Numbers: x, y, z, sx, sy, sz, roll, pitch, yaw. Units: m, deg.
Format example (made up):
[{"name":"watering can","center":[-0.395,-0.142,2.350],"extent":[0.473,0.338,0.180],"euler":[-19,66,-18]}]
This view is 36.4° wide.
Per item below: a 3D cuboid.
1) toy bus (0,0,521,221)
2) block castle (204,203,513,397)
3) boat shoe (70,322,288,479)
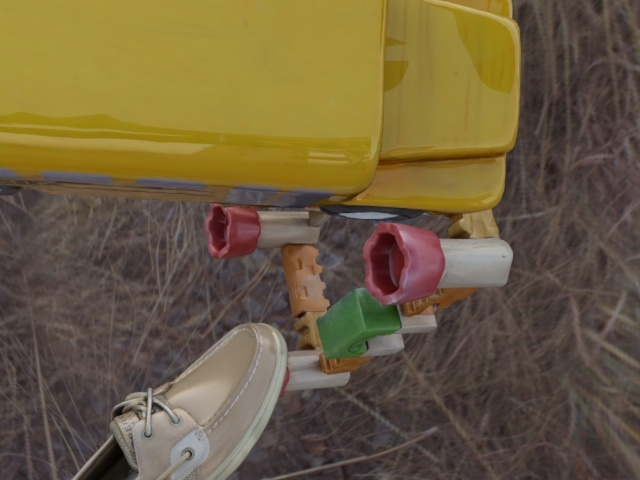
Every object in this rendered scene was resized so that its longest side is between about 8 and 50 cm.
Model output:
[{"name":"toy bus","center":[-0.081,-0.073,0.390],"extent":[0.333,0.130,0.108],"euler":[3,87,-7]},{"name":"block castle","center":[0.000,0.000,1.198],"extent":[0.213,0.453,0.303],"euler":[0,66,-30]},{"name":"boat shoe","center":[-0.167,0.216,1.026],"extent":[0.110,0.122,0.341],"euler":[42,83,-35]}]
